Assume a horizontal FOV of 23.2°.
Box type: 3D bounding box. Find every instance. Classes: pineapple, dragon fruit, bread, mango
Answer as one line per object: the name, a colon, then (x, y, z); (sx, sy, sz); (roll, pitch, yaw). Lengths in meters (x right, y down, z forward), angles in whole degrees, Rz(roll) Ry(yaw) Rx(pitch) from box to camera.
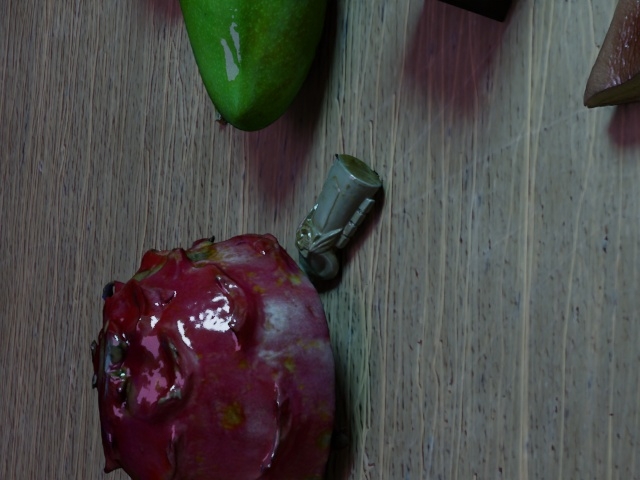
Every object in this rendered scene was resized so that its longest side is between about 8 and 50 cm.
pineapple: (-0.133, -0.203, 2.161); (0.045, 0.019, 0.083); (-31, 55, 48)
dragon fruit: (-0.155, 0.180, 1.897); (0.371, 0.249, 0.386); (28, 114, 56)
bread: (0.329, -0.202, 1.525); (0.119, 0.067, 0.192); (42, 113, 56)
mango: (-0.088, -0.323, 1.971); (0.225, 0.201, 0.382); (116, 155, -77)

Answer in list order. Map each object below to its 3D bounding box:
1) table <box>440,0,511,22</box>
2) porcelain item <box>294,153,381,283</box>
table: (0.127, -0.359, 1.722); (0.172, 0.193, 0.169); (40, 112, 49)
porcelain item: (0.000, 0.000, 1.910); (0.213, 0.054, 0.084); (-62, 39, 23)
